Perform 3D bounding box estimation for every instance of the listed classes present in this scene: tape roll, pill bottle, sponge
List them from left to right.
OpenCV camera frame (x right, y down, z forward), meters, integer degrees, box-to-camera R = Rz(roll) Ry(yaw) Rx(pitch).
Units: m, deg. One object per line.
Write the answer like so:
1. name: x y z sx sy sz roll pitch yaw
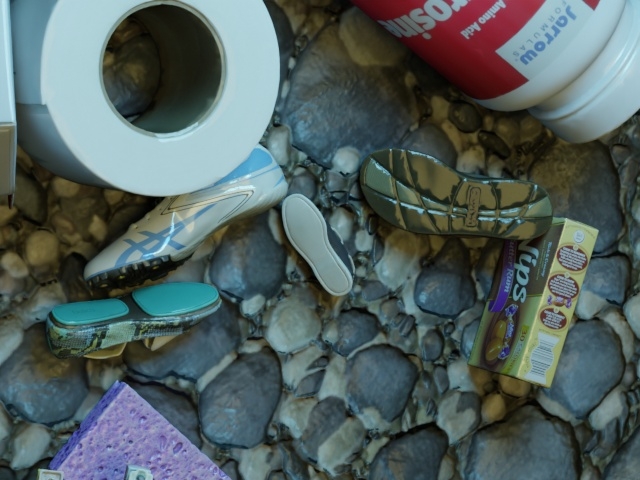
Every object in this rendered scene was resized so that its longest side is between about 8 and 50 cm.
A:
1. tape roll: -0.183 -0.169 1.791 0.246 0.169 0.246 -3 96 -26
2. sponge: -0.173 0.256 1.913 0.210 0.031 0.117 45 76 -23
3. pill bottle: 0.172 -0.284 1.924 0.408 0.229 0.229 36 79 -24

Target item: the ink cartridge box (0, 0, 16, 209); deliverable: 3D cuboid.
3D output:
1. ink cartridge box: -0.343 -0.200 1.628 0.130 0.272 0.309 -3 75 -11

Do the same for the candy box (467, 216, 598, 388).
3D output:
1. candy box: 0.239 0.065 2.057 0.053 0.109 0.186 18 87 -26

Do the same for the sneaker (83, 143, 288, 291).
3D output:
1. sneaker: -0.147 -0.024 1.881 0.237 0.085 0.086 -32 82 -17

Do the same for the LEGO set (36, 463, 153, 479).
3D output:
1. LEGO set: -0.316 0.248 1.813 0.287 0.107 0.132 20 80 -11

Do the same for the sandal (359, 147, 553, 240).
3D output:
1. sandal: 0.148 -0.048 2.023 0.219 0.060 0.090 7 94 -9

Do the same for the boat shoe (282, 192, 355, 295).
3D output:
1. boat shoe: 0.000 0.000 1.972 0.046 0.038 0.125 -28 105 22

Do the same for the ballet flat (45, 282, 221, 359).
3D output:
1. ballet flat: -0.193 0.086 1.878 0.188 0.070 0.070 -6 98 -24
